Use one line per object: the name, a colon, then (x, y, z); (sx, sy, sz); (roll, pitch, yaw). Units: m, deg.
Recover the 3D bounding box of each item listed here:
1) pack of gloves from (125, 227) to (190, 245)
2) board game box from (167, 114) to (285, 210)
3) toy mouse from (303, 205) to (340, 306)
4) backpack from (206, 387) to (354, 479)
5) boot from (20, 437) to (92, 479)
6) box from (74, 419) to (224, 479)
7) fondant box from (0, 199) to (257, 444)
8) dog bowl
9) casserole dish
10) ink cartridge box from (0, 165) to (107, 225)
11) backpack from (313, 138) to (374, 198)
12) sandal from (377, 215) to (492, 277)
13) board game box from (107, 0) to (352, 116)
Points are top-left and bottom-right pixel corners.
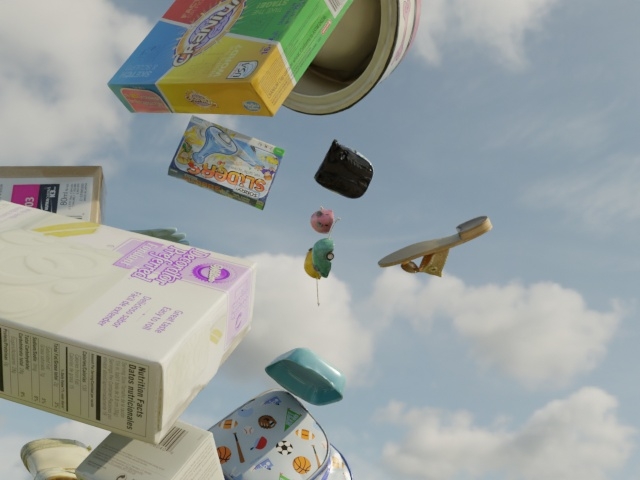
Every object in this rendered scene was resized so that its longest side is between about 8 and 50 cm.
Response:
pack of gloves: (-0.366, 0.035, 1.644); (0.232, 0.046, 0.195); (-3, -42, -5)
board game box: (-0.186, -0.155, 1.669); (0.201, 0.136, 0.035); (20, -29, -5)
toy mouse: (0.000, 0.000, 1.286); (0.031, 0.160, 0.143); (7, -28, -10)
backpack: (-0.076, 0.395, 1.375); (0.263, 0.277, 0.213); (42, -33, 24)
boot: (-0.295, 0.336, 1.131); (0.213, 0.077, 0.165); (28, -6, -29)
box: (-0.167, 0.239, 0.834); (0.101, 0.102, 0.087); (13, -50, 28)
fondant box: (-0.262, 0.068, 0.869); (0.331, 0.238, 0.096); (14, -66, 12)
dog bowl: (0.015, -0.455, 1.603); (0.408, 0.407, 0.150); (-20, 5, 42)
casserole dish: (-0.021, 0.213, 1.323); (0.114, 0.037, 0.188); (36, -24, -6)
ink cartridge box: (-0.440, -0.004, 1.310); (0.193, 0.234, 0.088); (-1, -33, -9)
backpack: (0.055, -0.148, 1.808); (0.114, 0.105, 0.084); (27, 5, -2)
sandal: (0.239, 0.035, 1.674); (0.240, 0.088, 0.079); (-24, -77, 13)
board game box: (-0.136, -0.290, 1.222); (0.317, 0.242, 0.064); (8, -33, 41)
